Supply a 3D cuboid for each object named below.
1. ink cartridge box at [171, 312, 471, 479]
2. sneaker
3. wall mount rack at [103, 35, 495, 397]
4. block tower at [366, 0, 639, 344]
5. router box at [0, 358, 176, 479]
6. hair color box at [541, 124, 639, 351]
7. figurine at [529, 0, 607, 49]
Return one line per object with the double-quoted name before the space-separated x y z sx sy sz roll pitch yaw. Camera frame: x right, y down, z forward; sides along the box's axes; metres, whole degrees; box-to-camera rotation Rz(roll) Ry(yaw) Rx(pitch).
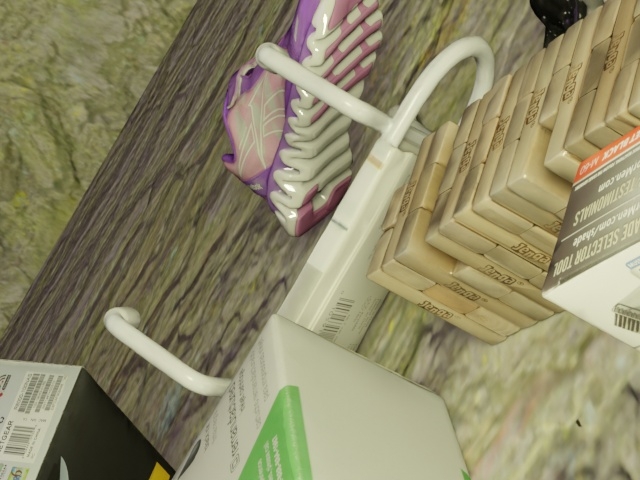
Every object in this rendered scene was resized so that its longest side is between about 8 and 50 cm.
"ink cartridge box" -0.040 0.218 0.867 0.289 0.121 0.211 -59 15 15
"sneaker" -0.025 -0.114 1.228 0.095 0.104 0.236 -38 -27 -40
"wall mount rack" 0.000 0.000 1.132 0.350 0.130 0.304 -60 -23 6
"block tower" 0.142 -0.046 0.780 0.335 0.097 0.091 -34 33 58
"router box" -0.183 0.269 1.044 0.081 0.243 0.309 2 56 26
"hair color box" 0.160 0.020 0.463 0.093 0.167 0.053 -36 30 57
"figurine" 0.180 -0.208 0.915 0.215 0.092 0.209 -94 24 -87
